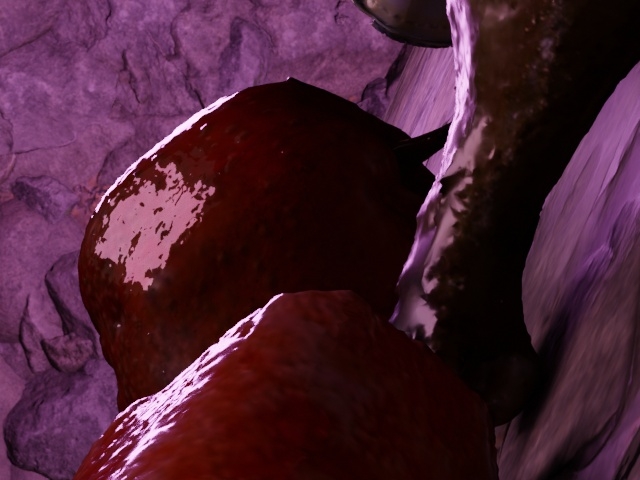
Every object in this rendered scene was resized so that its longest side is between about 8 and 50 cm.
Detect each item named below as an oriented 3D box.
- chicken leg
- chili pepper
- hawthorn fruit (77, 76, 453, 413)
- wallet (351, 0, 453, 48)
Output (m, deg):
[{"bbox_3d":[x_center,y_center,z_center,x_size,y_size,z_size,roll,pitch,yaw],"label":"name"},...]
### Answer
[{"bbox_3d":[0.105,-0.111,0.886,0.361,0.140,0.211,-62,12,18],"label":"chicken leg"},{"bbox_3d":[-0.049,0.161,0.707,0.305,0.229,0.251,-71,-12,-55],"label":"chili pepper"},{"bbox_3d":[-0.003,0.015,1.203,0.300,0.254,0.254,-34,15,21],"label":"hawthorn fruit"},{"bbox_3d":[0.152,-0.252,1.025,0.223,0.077,0.309,-10,-43,-47],"label":"wallet"}]
